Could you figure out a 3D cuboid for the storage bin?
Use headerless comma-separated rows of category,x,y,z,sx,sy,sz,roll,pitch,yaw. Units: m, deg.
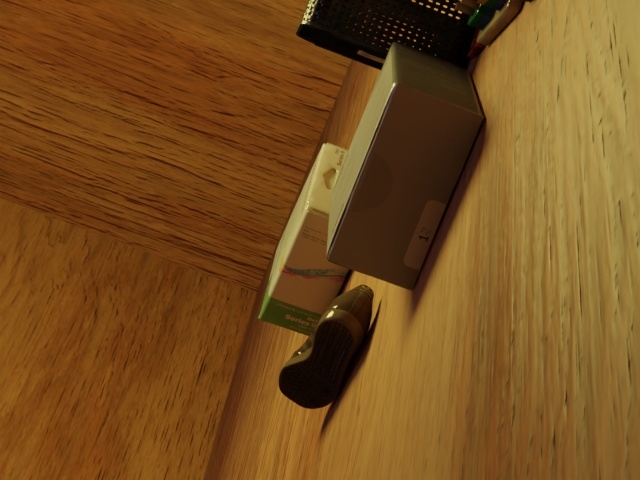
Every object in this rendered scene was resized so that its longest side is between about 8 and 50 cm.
storage bin,0.073,-0.233,1.733,0.122,0.180,0.084,-177,106,-86

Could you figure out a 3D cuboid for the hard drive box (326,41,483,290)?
hard drive box,0.078,-0.078,1.562,0.232,0.089,0.181,-82,13,-73

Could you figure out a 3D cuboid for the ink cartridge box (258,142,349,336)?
ink cartridge box,0.000,0.000,2.154,0.154,0.093,0.212,-76,6,-50

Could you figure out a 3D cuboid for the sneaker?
sneaker,0.015,0.117,1.733,0.071,0.066,0.188,-52,-2,-38

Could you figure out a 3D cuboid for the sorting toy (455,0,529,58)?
sorting toy,0.173,-0.267,1.547,0.274,0.046,0.132,133,157,-80
